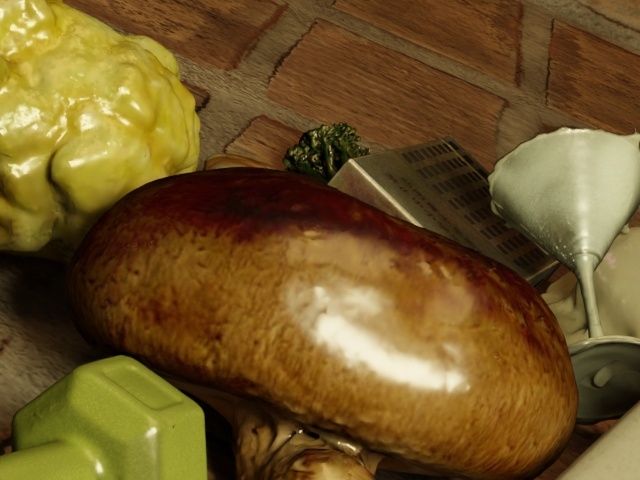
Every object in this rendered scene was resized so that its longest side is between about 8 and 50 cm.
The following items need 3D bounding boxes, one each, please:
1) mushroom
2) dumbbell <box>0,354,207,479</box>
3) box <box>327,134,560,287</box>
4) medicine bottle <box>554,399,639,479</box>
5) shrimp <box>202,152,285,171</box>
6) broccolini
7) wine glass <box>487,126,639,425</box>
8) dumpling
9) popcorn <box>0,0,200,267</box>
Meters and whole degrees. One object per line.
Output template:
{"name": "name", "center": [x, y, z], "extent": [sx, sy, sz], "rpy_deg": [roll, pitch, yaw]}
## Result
{"name": "mushroom", "center": [0.008, 0.064, 1.220], "extent": [0.345, 0.239, 0.345], "rpy_deg": [46, 2, -2]}
{"name": "dumbbell", "center": [-0.177, 0.139, 0.951], "extent": [0.121, 0.108, 0.302], "rpy_deg": [33, 21, 23]}
{"name": "box", "center": [0.128, -0.016, 1.716], "extent": [0.180, 0.047, 0.325], "rpy_deg": [44, 18, 10]}
{"name": "medicine bottle", "center": [0.288, 0.175, 1.084], "extent": [0.375, 0.123, 0.282], "rpy_deg": [-38, 53, -20]}
{"name": "shrimp", "center": [0.001, 0.000, 1.613], "extent": [0.267, 0.061, 0.145], "rpy_deg": [35, 13, 35]}
{"name": "broccolini", "center": [0.015, -0.048, 1.760], "extent": [0.091, 0.068, 0.202], "rpy_deg": [4, 30, -11]}
{"name": "wine glass", "center": [0.228, 0.033, 1.558], "extent": [0.156, 0.156, 0.232], "rpy_deg": [16, 45, -21]}
{"name": "dumpling", "center": [0.282, 0.069, 1.690], "extent": [0.172, 0.142, 0.247], "rpy_deg": [-13, 30, 1]}
{"name": "popcorn", "center": [-0.229, -0.090, 1.336], "extent": [0.286, 0.215, 0.252], "rpy_deg": [7, -29, 19]}
